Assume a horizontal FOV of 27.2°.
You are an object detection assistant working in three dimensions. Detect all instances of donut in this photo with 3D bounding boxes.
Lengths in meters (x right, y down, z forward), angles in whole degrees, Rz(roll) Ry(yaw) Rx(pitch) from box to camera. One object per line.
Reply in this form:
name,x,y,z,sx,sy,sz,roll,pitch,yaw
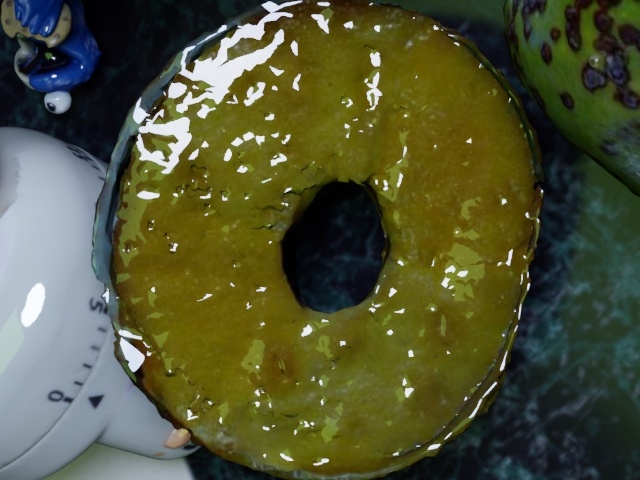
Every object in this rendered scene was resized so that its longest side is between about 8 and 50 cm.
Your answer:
donut,0.000,0.000,0.768,0.272,0.107,0.272,0,93,-5

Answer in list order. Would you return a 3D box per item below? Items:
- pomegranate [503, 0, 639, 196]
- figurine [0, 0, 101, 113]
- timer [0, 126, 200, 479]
pomegranate,0.209,-0.137,0.653,0.254,0.270,0.254,-5,114,-11
figurine,-0.200,-0.215,0.858,0.164,0.121,0.262,8,117,26
timer,-0.194,0.050,0.861,0.233,0.240,0.233,-17,61,33
